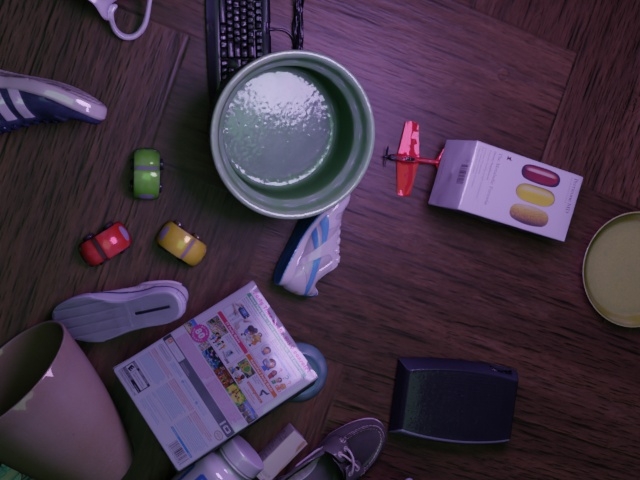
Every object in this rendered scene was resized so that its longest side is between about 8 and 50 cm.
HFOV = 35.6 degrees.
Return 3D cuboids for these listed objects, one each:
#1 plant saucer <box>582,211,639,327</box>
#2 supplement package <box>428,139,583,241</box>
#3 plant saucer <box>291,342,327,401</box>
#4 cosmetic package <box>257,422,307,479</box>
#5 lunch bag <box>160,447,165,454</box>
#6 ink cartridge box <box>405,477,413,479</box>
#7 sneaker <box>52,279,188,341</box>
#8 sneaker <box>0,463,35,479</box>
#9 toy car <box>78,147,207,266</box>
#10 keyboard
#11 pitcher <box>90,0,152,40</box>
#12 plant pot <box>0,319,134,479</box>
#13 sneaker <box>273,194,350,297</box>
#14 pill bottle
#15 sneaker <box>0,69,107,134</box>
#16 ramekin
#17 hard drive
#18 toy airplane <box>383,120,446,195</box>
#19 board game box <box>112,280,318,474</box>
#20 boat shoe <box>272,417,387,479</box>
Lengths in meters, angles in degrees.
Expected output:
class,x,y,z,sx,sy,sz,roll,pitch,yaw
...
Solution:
class,x,y,z,sx,sy,sz,roll,pitch,yaw
plant saucer,0.648,0.059,2.069,0.240,0.037,0.241,-1,95,-12
supplement package,0.359,-0.098,1.934,0.244,0.134,0.139,15,92,-20
plant saucer,-0.042,0.261,1.952,0.119,0.021,0.119,-1,95,-12
cosmetic package,-0.083,0.415,1.937,0.115,0.060,0.041,-44,102,-4
lunch bag,-0.263,0.380,1.877,0.067,0.098,0.065,-44,98,0
ink cartridge box,0.151,0.663,1.902,0.308,0.091,0.385,-42,130,-6
sneaker,-0.364,0.130,1.846,0.258,0.091,0.094,-6,101,10
sneaker,-0.604,0.519,1.816,0.122,0.110,0.283,38,86,-15
toy car,-0.327,-0.060,1.853,0.239,0.053,0.225,1,94,-12
keyboard,-0.114,-0.401,1.883,0.201,0.033,0.317,-3,96,-12
pitcher,-0.337,-0.480,1.796,0.207,0.125,0.178,-42,122,5
plant pot,-0.467,0.327,1.778,0.256,0.256,0.274,-41,118,-6
sneaker,0.000,0.000,1.915,0.092,0.087,0.229,28,95,-19
pill bottle,-0.215,0.470,1.868,0.221,0.124,0.124,-43,101,3
sneaker,-0.561,-0.226,1.765,0.350,0.131,0.148,13,99,-7
ramekin,-0.065,-0.200,1.828,0.303,0.148,0.303,-4,103,-15
hard drive,0.273,0.328,2.004,0.254,0.054,0.172,7,93,-12
toy airplane,0.197,-0.156,1.965,0.151,0.028,0.151,-1,96,-11
board game box,-0.191,0.250,1.828,0.303,0.097,0.224,-32,77,-14
boat shoe,-0.005,0.467,1.938,0.335,0.095,0.112,-31,100,-7
